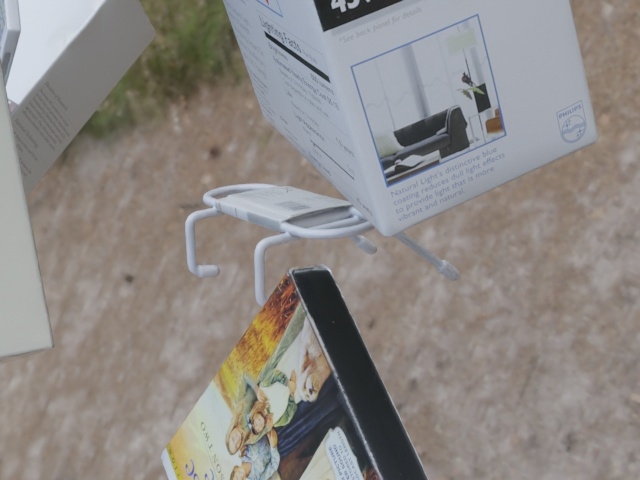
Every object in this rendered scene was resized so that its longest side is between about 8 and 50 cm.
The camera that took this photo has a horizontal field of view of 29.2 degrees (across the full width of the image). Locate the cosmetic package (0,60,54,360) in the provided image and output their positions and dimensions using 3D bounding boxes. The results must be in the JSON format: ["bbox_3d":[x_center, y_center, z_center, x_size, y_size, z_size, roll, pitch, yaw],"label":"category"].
[{"bbox_3d":[-0.344,-0.029,1.120,0.153,0.129,0.296,-24,77,65],"label":"cosmetic package"}]

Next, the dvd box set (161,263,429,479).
[{"bbox_3d":[-0.046,0.272,1.422,0.420,0.062,0.308,-54,50,43],"label":"dvd box set"}]

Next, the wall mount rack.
[{"bbox_3d":[0.000,0.000,1.637,0.350,0.304,0.130,20,117,57],"label":"wall mount rack"}]

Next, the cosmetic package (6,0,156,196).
[{"bbox_3d":[-0.450,-0.246,1.821,0.385,0.217,0.156,-57,-24,-14],"label":"cosmetic package"}]

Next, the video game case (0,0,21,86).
[{"bbox_3d":[-0.385,-0.257,1.472,0.143,0.019,0.157,122,143,-46],"label":"video game case"}]

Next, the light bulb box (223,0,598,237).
[{"bbox_3d":[0.041,-0.256,1.130,0.225,0.361,0.358,-25,30,-10],"label":"light bulb box"}]
